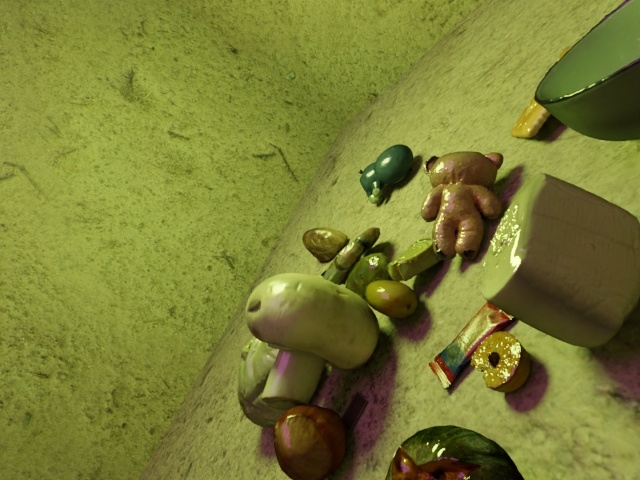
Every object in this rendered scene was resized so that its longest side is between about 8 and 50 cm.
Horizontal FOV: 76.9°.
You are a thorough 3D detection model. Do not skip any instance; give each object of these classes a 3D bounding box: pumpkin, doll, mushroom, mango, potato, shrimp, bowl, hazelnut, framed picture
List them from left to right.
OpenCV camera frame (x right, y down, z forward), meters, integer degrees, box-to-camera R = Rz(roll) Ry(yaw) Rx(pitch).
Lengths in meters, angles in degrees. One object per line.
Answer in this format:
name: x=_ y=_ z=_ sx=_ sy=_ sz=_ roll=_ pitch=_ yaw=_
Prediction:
hazelnut: x=-0.031 y=0.468 z=0.953 sx=0.182 sy=0.182 sz=0.182 roll=-50 pitch=17 yaw=21
mushroom: x=-0.017 y=0.238 z=1.066 sx=0.326 sy=0.353 sz=0.353 roll=-24 pitch=28 yaw=21
mushroom: x=0.000 y=0.000 z=1.835 sx=0.286 sy=0.151 sz=0.155 roll=-24 pitch=37 yaw=62
shrimp: x=0.096 y=0.089 z=1.419 sx=0.360 sy=0.085 sz=0.247 roll=-55 pitch=-17 yaw=27
framed picture: x=0.082 y=0.425 z=0.999 sx=0.089 sy=0.007 sz=0.066 roll=-58 pitch=15 yaw=-10
potato: x=0.146 y=0.117 z=1.273 sx=0.225 sy=0.090 sz=0.117 roll=-47 pitch=35 yaw=46
doll: x=0.275 y=-0.285 z=1.649 sx=0.259 sy=0.154 sz=0.228 roll=-29 pitch=26 yaw=44
mango: x=0.177 y=0.149 z=1.053 sx=0.195 sy=0.130 sz=0.091 roll=180 pitch=98 yaw=-67
pumpkin: x=0.179 y=0.374 z=0.536 sx=0.237 sy=0.159 sz=0.238 roll=-63 pitch=9 yaw=18
doll: x=0.360 y=-0.084 z=1.038 sx=0.202 sy=0.156 sz=0.302 roll=3 pitch=72 yaw=24
bowl: x=0.561 y=-0.284 z=0.644 sx=0.354 sy=0.185 sz=0.354 roll=-44 pitch=10 yaw=10

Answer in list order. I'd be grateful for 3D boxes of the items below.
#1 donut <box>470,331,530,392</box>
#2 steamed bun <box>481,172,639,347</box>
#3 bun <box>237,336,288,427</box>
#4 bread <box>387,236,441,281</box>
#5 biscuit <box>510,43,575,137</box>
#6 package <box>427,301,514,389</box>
donut: x=0.313 y=0.208 z=0.691 sx=0.097 sy=0.043 sz=0.108 roll=-51 pitch=15 yaw=18
steamed bun: x=0.365 y=0.033 z=0.627 sx=0.250 sy=0.200 sz=0.154 roll=-60 pitch=-8 yaw=-25
bun: x=-0.152 y=0.414 z=1.325 sx=0.365 sy=0.220 sz=0.365 roll=-53 pitch=17 yaw=23
bread: x=0.252 y=0.056 z=1.081 sx=0.156 sy=0.064 sz=0.117 roll=-35 pitch=4 yaw=-2
biscuit: x=0.571 y=-0.372 z=1.007 sx=0.249 sy=0.030 sz=0.160 roll=-61 pitch=-1 yaw=18
package: x=0.296 y=0.200 z=0.799 sx=0.200 sy=0.022 sz=0.083 roll=-51 pitch=16 yaw=10
